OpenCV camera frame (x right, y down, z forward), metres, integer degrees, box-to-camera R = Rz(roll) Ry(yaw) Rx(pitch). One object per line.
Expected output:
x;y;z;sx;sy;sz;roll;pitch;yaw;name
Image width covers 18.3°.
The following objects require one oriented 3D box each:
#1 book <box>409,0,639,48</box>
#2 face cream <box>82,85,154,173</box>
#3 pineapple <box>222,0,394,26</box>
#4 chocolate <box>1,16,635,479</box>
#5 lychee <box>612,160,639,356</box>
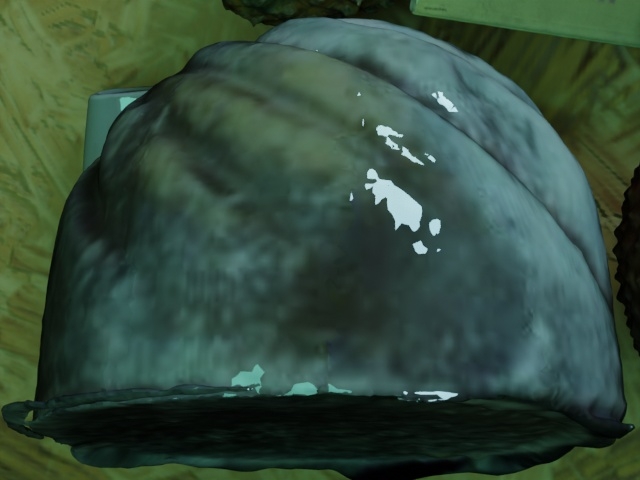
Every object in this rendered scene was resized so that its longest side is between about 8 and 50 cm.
0.148;-0.180;0.979;0.192;0.013;0.168;7;103;-18;book
-0.095;0.007;1.099;0.072;0.051;0.182;-3;100;10;face cream
0.041;-0.164;1.018;0.197;0.108;0.108;-5;99;2;pineapple
0.000;0.000;0.979;0.303;0.303;0.213;-1;77;14;chocolate
0.233;0.012;0.958;0.194;0.194;0.194;2;100;13;lychee
